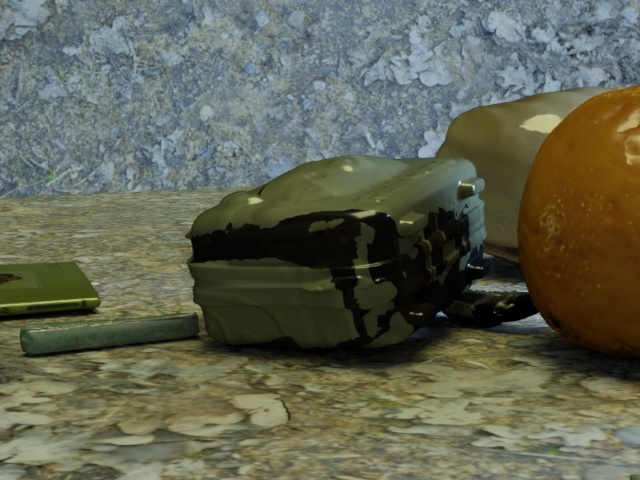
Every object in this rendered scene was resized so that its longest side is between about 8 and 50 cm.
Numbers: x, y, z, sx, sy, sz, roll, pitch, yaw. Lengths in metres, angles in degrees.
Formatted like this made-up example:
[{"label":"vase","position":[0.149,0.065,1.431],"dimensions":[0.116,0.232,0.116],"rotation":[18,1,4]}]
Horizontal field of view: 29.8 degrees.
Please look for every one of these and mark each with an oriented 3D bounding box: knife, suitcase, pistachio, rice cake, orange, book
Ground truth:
[{"label":"knife","position":[0.135,0.071,1.538],"dimensions":[0.089,0.043,0.365],"rotation":[-7,9,-40]},{"label":"suitcase","position":[0.000,0.000,1.416],"dimensions":[0.339,0.194,0.351],"rotation":[-1,13,28]},{"label":"pistachio","position":[0.377,-0.091,1.829],"dimensions":[0.445,0.281,0.365],"rotation":[7,43,21]},{"label":"rice cake","position":[-0.233,0.102,1.354],"dimensions":[0.207,0.033,0.033],"rotation":[-4,11,-26]},{"label":"orange","position":[0.376,-0.025,1.284],"dimensions":[0.340,0.293,0.340],"rotation":[-1,7,0]},{"label":"book","position":[-0.482,0.072,1.587],"dimensions":[0.352,0.035,0.239],"rotation":[-3,10,-19]}]

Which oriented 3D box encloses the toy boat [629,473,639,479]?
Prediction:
[{"label":"toy boat","position":[0.189,0.184,0.675],"dimensions":[0.084,0.066,0.210],"rotation":[-10,11,45]}]
